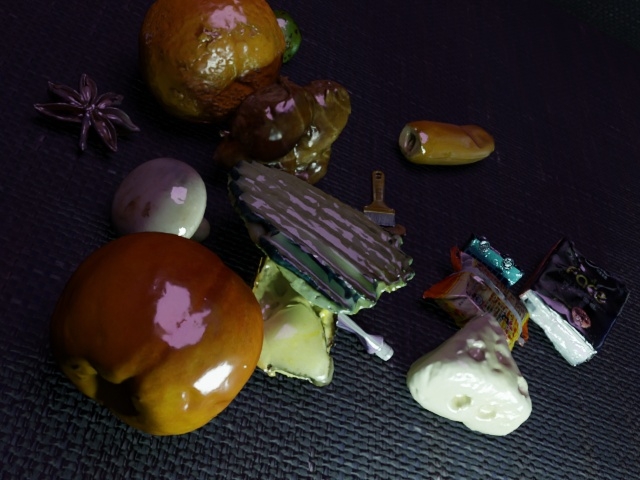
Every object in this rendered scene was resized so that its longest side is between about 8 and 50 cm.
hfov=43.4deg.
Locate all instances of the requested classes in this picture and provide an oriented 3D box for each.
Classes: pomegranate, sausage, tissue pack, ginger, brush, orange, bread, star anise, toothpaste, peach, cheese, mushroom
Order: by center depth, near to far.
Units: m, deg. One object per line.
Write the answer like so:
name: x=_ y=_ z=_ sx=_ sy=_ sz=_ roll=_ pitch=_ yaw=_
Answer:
peach: x=-0.262 y=0.140 z=1.333 sx=0.342 sy=0.343 sz=0.302 roll=37 pitch=59 yaw=-1
bread: x=-0.069 y=0.148 z=1.585 sx=0.204 sy=0.162 sz=0.262 roll=22 pitch=64 yaw=-19
mushroom: x=-0.302 y=-0.053 z=1.604 sx=0.215 sy=0.207 sz=0.207 roll=40 pitch=25 yaw=-54
cheese: x=0.313 y=0.299 z=1.703 sx=0.247 sy=0.173 sz=0.251 roll=-7 pitch=62 yaw=-40
toothpaste: x=0.029 y=0.159 z=1.708 sx=0.301 sy=0.075 sz=0.048 roll=37 pitch=51 yaw=-8
star anise: x=-0.494 y=-0.275 z=1.736 sx=0.212 sy=0.073 sz=0.197 roll=41 pitch=45 yaw=0
ginger: x=-0.086 y=-0.239 z=1.856 sx=0.357 sy=0.274 sz=0.152 roll=-14 pitch=42 yaw=-45
orange: x=-0.258 y=-0.441 z=1.857 sx=0.340 sy=0.341 sz=0.293 roll=-8 pitch=49 yaw=-39
ginger: x=0.170 y=-0.009 z=1.978 sx=0.137 sy=0.057 sz=0.044 roll=-45 pitch=127 yaw=-57
brush: x=0.150 y=-0.111 z=2.062 sx=0.082 sy=0.010 sz=0.218 roll=5 pitch=43 yaw=0
tissue pack: x=0.665 y=0.147 z=2.117 sx=0.245 sy=0.123 sz=0.332 roll=46 pitch=42 yaw=6
pomegranate: x=-0.124 y=-0.583 z=2.234 sx=0.143 sy=0.122 sz=0.169 roll=5 pitch=52 yaw=-28
sausage: x=0.375 y=-0.277 z=2.311 sx=0.353 sy=0.116 sz=0.134 roll=-3 pitch=41 yaw=-40

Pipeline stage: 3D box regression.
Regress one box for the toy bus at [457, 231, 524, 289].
toy bus: x=0.434 y=0.059 z=2.058 sx=0.160 sy=0.092 sz=0.079 roll=36 pitch=13 yaw=-1

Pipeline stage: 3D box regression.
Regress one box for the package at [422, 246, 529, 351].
package: x=0.392 y=0.161 z=1.929 sx=0.288 sy=0.108 sz=0.223 roll=41 pitch=43 yaw=0

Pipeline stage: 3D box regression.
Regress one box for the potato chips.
potato chips: x=-0.013 y=-0.022 z=1.600 sx=0.429 sy=0.070 sz=0.358 roll=34 pitch=29 yaw=8
